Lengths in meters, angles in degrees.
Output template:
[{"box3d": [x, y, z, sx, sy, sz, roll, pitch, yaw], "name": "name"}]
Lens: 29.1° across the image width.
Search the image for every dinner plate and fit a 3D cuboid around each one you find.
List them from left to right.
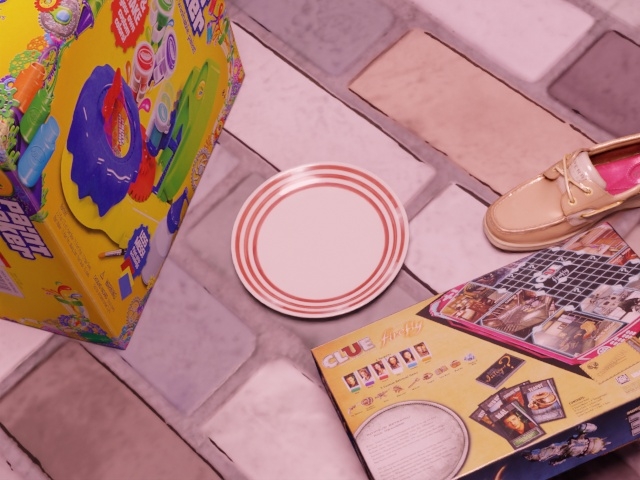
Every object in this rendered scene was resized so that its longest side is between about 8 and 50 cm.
[{"box3d": [0.000, 0.000, 0.971, 0.141, 0.017, 0.141, -4, 59, 6], "name": "dinner plate"}]

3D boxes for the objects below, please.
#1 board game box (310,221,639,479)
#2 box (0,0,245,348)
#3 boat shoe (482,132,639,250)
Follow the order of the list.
[{"box3d": [0.133, 0.091, 0.854, 0.243, 0.042, 0.165, -23, 39, -5], "name": "board game box"}, {"box3d": [-0.206, -0.119, 0.910, 0.177, 0.290, 0.279, 13, 63, 15], "name": "box"}, {"box3d": [0.204, -0.046, 0.944, 0.170, 0.059, 0.063, -22, 59, -5], "name": "boat shoe"}]
